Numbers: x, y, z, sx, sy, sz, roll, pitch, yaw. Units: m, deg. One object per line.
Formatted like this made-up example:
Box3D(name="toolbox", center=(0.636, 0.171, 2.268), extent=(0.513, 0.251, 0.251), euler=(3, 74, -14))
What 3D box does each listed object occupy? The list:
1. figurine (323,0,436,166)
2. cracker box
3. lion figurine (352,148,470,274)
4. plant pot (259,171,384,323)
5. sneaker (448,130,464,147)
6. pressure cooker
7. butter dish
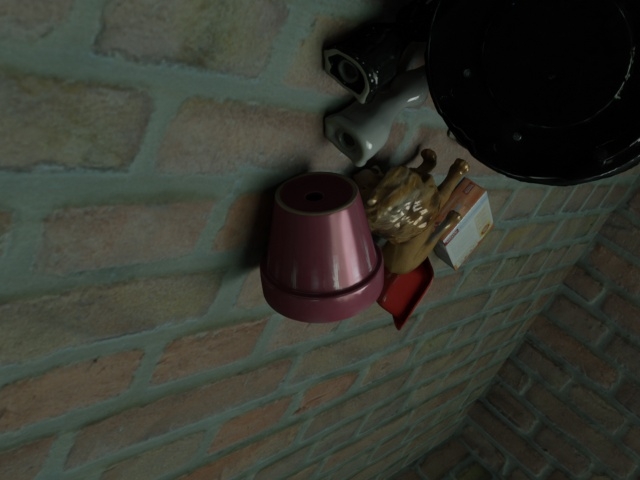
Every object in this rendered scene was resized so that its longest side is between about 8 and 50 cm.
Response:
Box3D(name="figurine", center=(0.107, -0.245, 1.053), extent=(0.209, 0.092, 0.215), euler=(-41, 153, -26))
Box3D(name="cracker box", center=(0.338, -0.035, 1.688), extent=(0.156, 0.067, 0.232), euler=(-49, 154, -4))
Box3D(name="lion figurine", center=(0.172, -0.026, 1.352), extent=(0.240, 0.142, 0.392), euler=(-50, 150, -24))
Box3D(name="plant pot", center=(0.000, 0.000, 1.103), extent=(0.201, 0.201, 0.180), euler=(-30, 133, -33))
Box3D(name="sneaker", center=(0.340, -0.203, 1.450), extent=(0.192, 0.086, 0.064), euler=(-2, 127, -56))
Box3D(name="pressure cooker", center=(0.376, -0.304, 1.042), extent=(0.370, 0.375, 0.420), euler=(-52, 173, 31))
Box3D(name="butter dish", center=(0.162, 0.086, 1.536), extent=(0.160, 0.118, 0.160), euler=(-60, -165, 21))
